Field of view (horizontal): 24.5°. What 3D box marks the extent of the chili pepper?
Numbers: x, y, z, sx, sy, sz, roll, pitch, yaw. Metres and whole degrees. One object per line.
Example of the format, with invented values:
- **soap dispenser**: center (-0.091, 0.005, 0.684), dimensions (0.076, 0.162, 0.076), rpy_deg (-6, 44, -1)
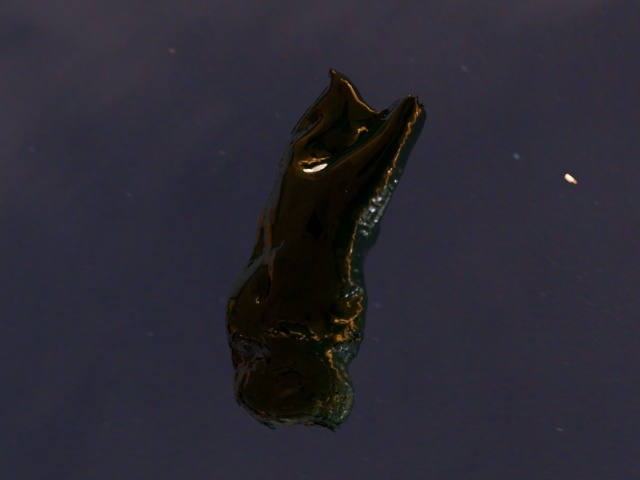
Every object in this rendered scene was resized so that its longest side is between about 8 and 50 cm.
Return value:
- **chili pepper**: center (-0.001, -0.001, 0.856), dimensions (0.098, 0.061, 0.224), rpy_deg (1, -109, 35)
